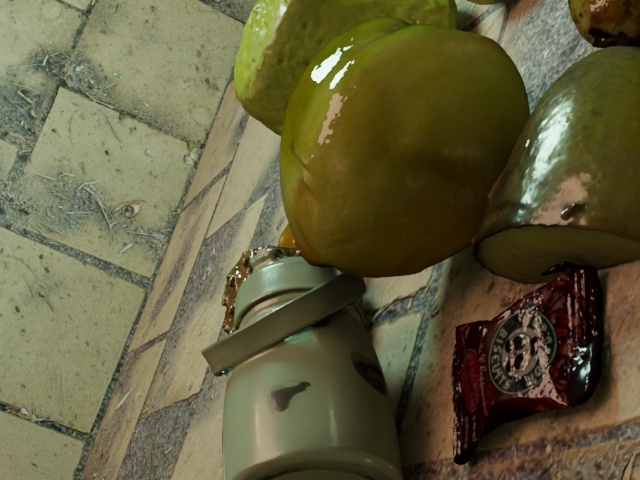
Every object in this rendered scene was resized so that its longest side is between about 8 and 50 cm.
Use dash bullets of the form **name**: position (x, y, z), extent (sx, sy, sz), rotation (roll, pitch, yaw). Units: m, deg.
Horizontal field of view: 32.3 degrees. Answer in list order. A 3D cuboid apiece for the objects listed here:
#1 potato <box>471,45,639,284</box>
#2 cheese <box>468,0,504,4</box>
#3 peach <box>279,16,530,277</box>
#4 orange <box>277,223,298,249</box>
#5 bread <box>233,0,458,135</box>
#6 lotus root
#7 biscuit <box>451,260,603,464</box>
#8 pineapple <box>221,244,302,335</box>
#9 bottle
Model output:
- **potato**: position (0.262, -0.099, 1.139), extent (0.269, 0.112, 0.255), rotation (-20, 47, 65)
- **cheese**: position (0.234, -0.518, 1.596), extent (0.259, 0.128, 0.316), rotation (-101, 9, -48)
- **peach**: position (0.092, -0.117, 1.342), extent (0.281, 0.314, 0.315), rotation (44, 127, 50)
- **orange**: position (0.000, 0.000, 1.756), extent (0.156, 0.124, 0.156), rotation (-45, 16, 16)
- **bread**: position (0.032, -0.297, 1.772), extent (0.348, 0.308, 0.348), rotation (-52, 25, 36)
- **lotus root**: position (0.332, -0.319, 1.238), extent (0.110, 0.097, 0.258), rotation (-10, 50, 33)
- **biscuit**: position (0.195, 0.123, 1.110), extent (0.235, 0.063, 0.151), rotation (-38, 43, 49)
- **pineapple**: position (-0.041, 0.181, 1.567), extent (0.202, 0.202, 0.362), rotation (-47, 36, 47)
- **bottle**: position (-0.024, 0.158, 1.350), extent (0.229, 0.229, 0.351), rotation (-50, 34, 42)
